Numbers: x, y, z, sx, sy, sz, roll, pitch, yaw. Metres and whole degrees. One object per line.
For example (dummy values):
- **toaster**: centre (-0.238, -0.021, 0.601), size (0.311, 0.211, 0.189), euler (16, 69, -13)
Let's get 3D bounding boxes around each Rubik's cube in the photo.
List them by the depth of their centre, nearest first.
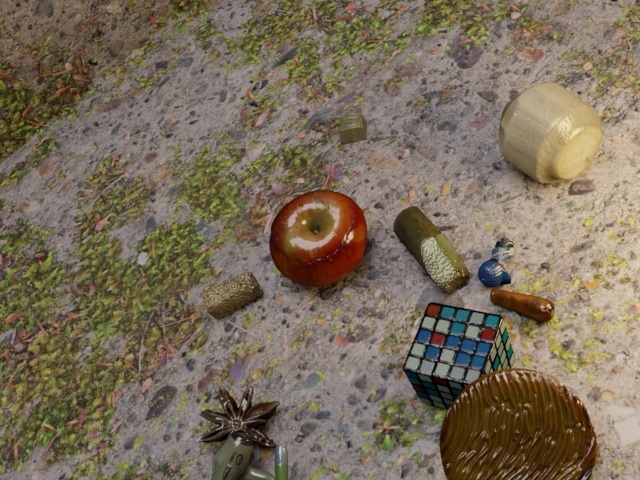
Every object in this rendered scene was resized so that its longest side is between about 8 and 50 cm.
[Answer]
- **Rubik's cube**: centre (0.315, 0.274, 1.744), size (0.182, 0.187, 0.184), euler (9, 56, 31)

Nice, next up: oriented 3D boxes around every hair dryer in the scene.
- **hair dryer**: centre (-0.180, 0.581, 1.791), size (0.225, 0.088, 0.219), euler (45, 101, 2)

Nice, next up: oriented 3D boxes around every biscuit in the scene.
- **biscuit**: centre (0.399, 0.417, 1.570), size (0.317, 0.040, 0.318), euler (0, 87, 3)
- **biscuit**: centre (-0.247, 0.152, 2.161), size (0.168, 0.082, 0.070), euler (-25, 50, 4)

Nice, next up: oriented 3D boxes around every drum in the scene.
- **drum**: centre (-0.102, 0.594, 1.717), size (0.130, 0.049, 0.253), euler (-21, 70, 6)

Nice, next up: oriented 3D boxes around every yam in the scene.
- **yam**: centre (0.284, 0.020, 2.016), size (0.106, 0.106, 0.259), euler (-34, 47, -3)

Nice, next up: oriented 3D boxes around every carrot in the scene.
- **carrot**: centre (0.483, 0.152, 1.856), size (0.161, 0.055, 0.055), euler (17, 62, 41)

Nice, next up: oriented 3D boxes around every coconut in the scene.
- **coconut**: centre (0.587, -0.288, 2.032), size (0.237, 0.237, 0.266), euler (-37, 54, -6)

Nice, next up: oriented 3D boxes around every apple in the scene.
- **apple**: centre (0.000, 0.000, 2.092), size (0.251, 0.206, 0.272), euler (26, 70, 26)

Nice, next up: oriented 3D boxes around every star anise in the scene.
- **star anise**: centre (-0.203, 0.467, 1.889), size (0.209, 0.089, 0.231), euler (31, 81, 19)

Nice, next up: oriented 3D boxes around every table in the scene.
- **table**: centre (0.101, -0.357, 2.416), size (0.079, 0.062, 0.083), euler (-8, 51, 18)

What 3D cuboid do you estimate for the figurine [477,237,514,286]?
- **figurine**: centre (0.440, 0.053, 1.935), size (0.077, 0.079, 0.136), euler (-37, 33, 56)
